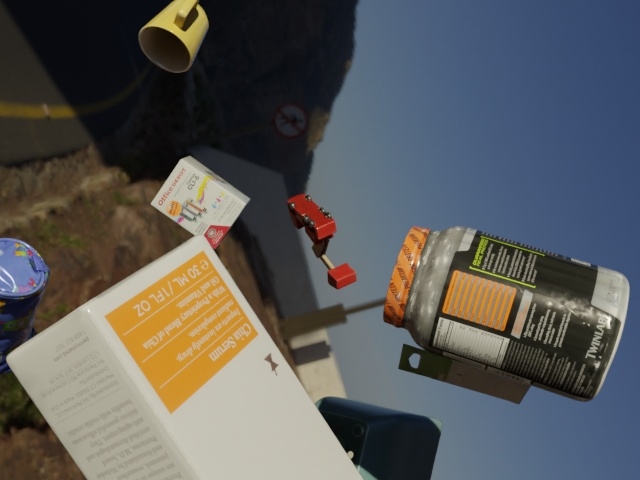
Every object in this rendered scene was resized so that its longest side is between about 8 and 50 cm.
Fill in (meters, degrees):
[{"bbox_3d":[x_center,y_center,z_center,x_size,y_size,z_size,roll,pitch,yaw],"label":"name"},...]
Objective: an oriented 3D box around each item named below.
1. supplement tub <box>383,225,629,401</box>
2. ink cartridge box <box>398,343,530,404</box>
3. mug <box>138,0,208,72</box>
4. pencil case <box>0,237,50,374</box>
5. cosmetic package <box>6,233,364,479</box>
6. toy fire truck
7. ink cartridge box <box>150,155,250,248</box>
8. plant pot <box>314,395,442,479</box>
[{"bbox_3d":[0.262,0.095,1.216,0.193,0.315,0.194,18,90,-77],"label":"supplement tub"},{"bbox_3d":[0.237,0.192,1.362,0.109,0.209,0.062,90,18,-61],"label":"ink cartridge box"},{"bbox_3d":[-0.144,-0.223,0.890,0.062,0.078,0.064,52,50,-34],"label":"mug"},{"bbox_3d":[-0.549,0.121,1.468,0.119,0.133,0.306,62,-36,24],"label":"pencil case"},{"bbox_3d":[-0.124,0.247,0.987,0.453,0.161,0.230,57,33,-5],"label":"cosmetic package"},{"bbox_3d":[0.000,0.000,1.711,0.192,0.047,0.135,43,-30,50],"label":"toy fire truck"},{"bbox_3d":[-0.267,-0.088,1.886,0.176,0.128,0.127,35,7,-4],"label":"ink cartridge box"},{"bbox_3d":[0.080,0.462,1.798,0.252,0.247,0.248,33,68,-55],"label":"plant pot"}]
